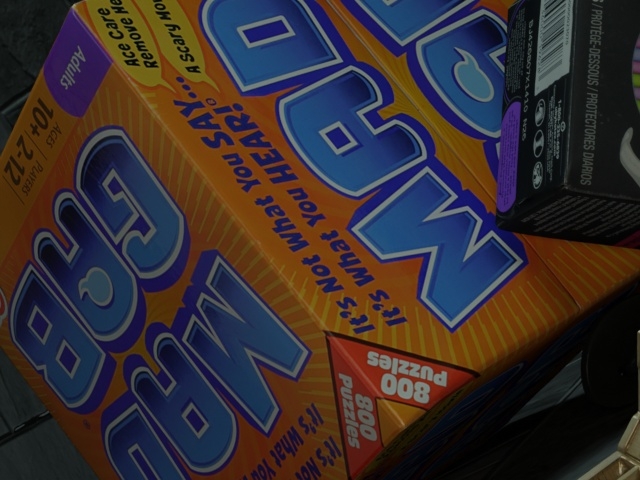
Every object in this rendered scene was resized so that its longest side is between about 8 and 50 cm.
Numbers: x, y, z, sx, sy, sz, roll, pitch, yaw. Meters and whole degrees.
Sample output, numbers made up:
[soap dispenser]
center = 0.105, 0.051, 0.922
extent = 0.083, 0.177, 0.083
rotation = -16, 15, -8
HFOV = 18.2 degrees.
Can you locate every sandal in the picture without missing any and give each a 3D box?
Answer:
[sandal]
center = 0.257, 0.057, 1.396
extent = 0.179, 0.067, 0.040
rotation = -29, 13, -17

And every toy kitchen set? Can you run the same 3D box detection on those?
[toy kitchen set]
center = 0.169, 0.099, 0.975
extent = 0.075, 0.083, 0.068
rotation = -30, 40, -31

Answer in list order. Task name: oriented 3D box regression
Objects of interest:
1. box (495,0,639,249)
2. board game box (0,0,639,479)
[box]
center = 0.266, -0.079, 1.303
extent = 0.270, 0.165, 0.143
rotation = 7, -11, -13
[board game box]
center = 0.000, 0.000, 1.495
extent = 0.356, 0.356, 0.356
rotation = -29, -15, -37
